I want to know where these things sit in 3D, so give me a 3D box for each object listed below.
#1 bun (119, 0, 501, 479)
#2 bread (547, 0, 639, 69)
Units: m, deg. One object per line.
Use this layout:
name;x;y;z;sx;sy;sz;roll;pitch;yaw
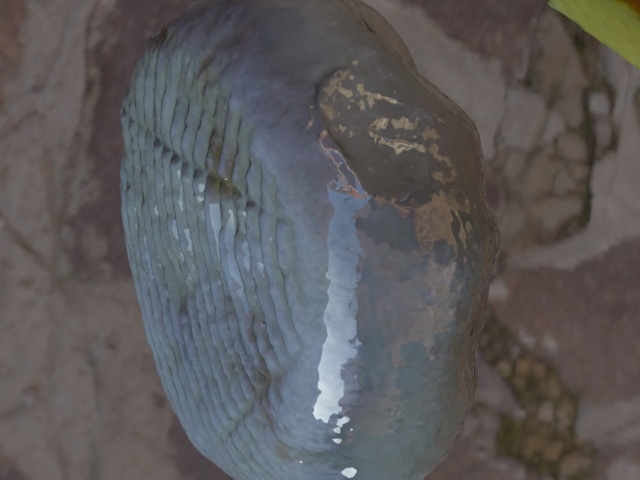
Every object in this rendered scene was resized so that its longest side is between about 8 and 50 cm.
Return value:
bun;0.003;0.000;1.272;0.194;0.354;0.354;-15;123;-25
bread;0.272;-0.063;0.821;0.361;0.138;0.077;38;167;21
